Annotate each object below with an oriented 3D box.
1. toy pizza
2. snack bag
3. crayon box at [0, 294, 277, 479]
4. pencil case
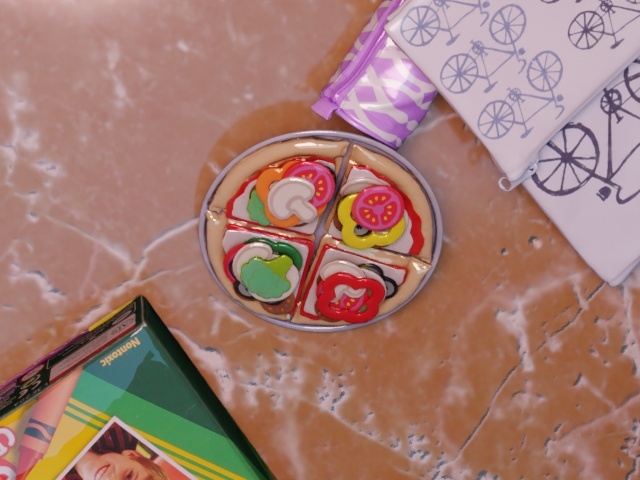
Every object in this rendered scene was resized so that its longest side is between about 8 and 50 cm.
[{"bbox_3d":[0.000,0.000,1.367,0.201,0.032,0.201,1,125,1],"label":"toy pizza"},{"bbox_3d":[0.261,-0.159,1.351,0.323,0.037,0.342,-42,118,-1],"label":"snack bag"},{"bbox_3d":[-0.209,0.277,1.402,0.363,0.106,0.313,-34,105,1],"label":"crayon box"},{"bbox_3d":[0.080,-0.174,1.343,0.088,0.086,0.206,21,101,-54],"label":"pencil case"}]
